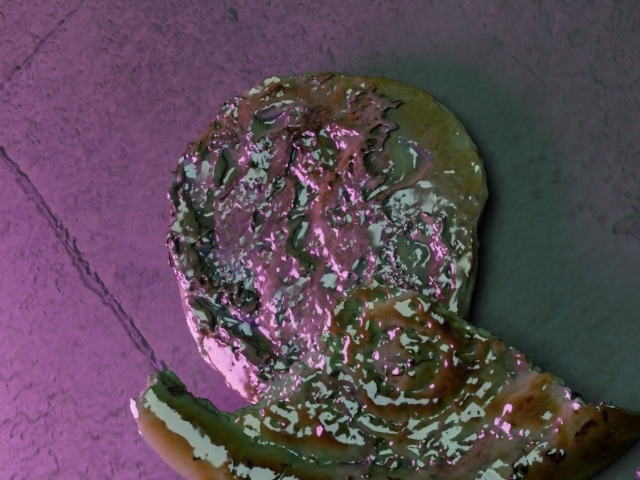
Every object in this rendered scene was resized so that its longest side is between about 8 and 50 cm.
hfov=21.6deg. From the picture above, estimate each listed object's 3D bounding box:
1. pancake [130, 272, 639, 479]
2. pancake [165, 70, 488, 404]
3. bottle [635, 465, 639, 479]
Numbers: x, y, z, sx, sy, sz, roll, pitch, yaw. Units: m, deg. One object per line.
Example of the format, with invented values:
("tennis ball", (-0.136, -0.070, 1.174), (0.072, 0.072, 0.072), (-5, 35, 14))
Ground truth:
("pancake", (0.040, 0.121, 1.151), (0.376, 0.054, 0.197), (-8, 88, 18))
("pancake", (0.000, 0.000, 1.249), (0.282, 0.049, 0.283), (-8, 72, 26))
("bottle", (0.262, 0.140, 1.035), (0.152, 0.099, 0.099), (-28, 63, 16))
